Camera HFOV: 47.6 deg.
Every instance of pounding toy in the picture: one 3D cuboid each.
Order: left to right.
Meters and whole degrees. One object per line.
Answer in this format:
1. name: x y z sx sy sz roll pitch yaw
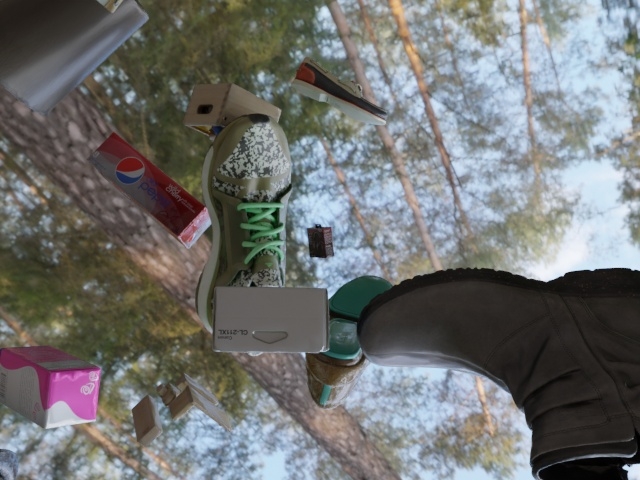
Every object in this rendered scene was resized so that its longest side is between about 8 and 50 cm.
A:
1. pounding toy: -0.155 -0.192 1.227 0.141 0.130 0.100 10 -99 47

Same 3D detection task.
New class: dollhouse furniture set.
1. dollhouse furniture set: -0.297 0.381 1.547 0.151 0.123 0.144 -43 -149 2

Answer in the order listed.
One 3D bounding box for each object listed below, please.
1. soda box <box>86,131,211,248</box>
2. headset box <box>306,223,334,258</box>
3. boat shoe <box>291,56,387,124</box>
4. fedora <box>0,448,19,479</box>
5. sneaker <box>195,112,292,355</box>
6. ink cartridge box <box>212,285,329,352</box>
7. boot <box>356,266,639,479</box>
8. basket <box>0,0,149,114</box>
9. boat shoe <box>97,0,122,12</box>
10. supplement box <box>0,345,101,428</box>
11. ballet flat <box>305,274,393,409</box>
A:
1. soda box: -0.344 -0.102 1.476 0.263 0.092 0.083 38 -101 13
2. headset box: 0.000 0.000 1.795 0.032 0.083 0.062 -13 -169 -40
3. boat shoe: 0.030 -0.195 0.961 0.137 0.049 0.043 25 -99 -3
4. fedora: -0.739 0.459 1.332 0.334 0.334 0.152 -44 -111 -11
5. sneaker: -0.096 0.005 1.167 0.158 0.410 0.182 -7 -154 -28
6. ink cartridge box: -0.058 0.097 0.862 0.128 0.175 0.072 1 -99 -4
7. boot: 0.200 0.139 0.727 0.338 0.118 0.222 -8 -138 11
8. basket: -0.391 -0.326 1.108 0.227 0.204 0.154 -37 -107 3
9. boat shoe: -0.210 -0.359 0.905 0.190 0.072 0.068 -33 -156 20
10. supplement box: -0.547 0.287 1.451 0.220 0.114 0.111 9 -87 44
11. ballet flat: 0.047 0.166 1.175 0.116 0.124 0.342 15 -159 8
